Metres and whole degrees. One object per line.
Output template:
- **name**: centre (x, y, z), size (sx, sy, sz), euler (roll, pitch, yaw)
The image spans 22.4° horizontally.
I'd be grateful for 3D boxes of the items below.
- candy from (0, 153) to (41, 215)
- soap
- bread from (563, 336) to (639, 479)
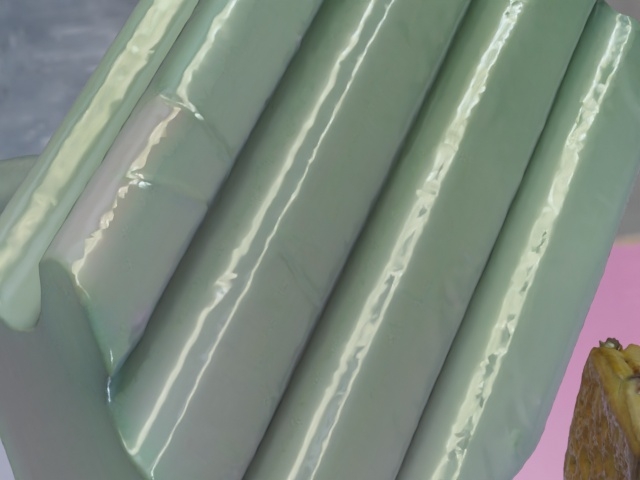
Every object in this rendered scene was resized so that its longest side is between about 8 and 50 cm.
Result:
- **candy**: centre (-0.144, 0.017, 0.918), size (0.174, 0.138, 0.071), euler (44, 50, -42)
- **soap**: centre (0.000, 0.000, 0.632), size (0.208, 0.115, 0.347), euler (41, 54, -22)
- **bread**: centre (0.308, 0.222, 1.545), size (0.235, 0.099, 0.210), euler (-102, -164, -62)
